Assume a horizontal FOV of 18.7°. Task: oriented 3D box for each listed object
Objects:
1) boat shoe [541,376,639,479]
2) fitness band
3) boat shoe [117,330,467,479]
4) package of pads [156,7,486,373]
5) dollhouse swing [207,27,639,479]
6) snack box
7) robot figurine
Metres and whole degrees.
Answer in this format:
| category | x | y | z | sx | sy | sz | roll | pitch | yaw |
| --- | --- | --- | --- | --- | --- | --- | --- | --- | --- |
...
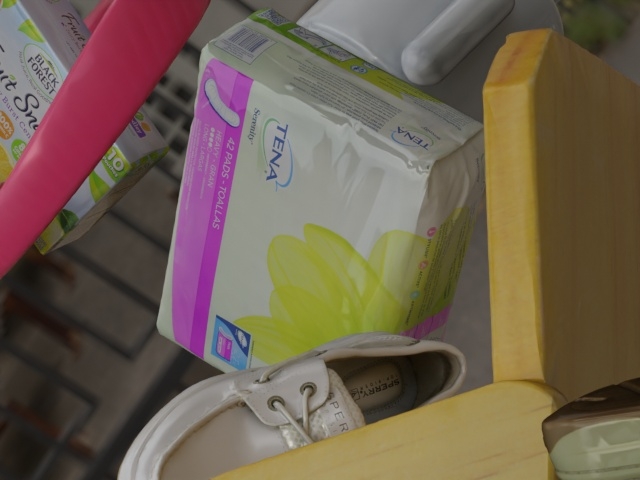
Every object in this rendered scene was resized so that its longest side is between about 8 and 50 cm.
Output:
| category | x | y | z | sx | sy | sz | roll | pitch | yaw |
| --- | --- | --- | --- | --- | --- | --- | --- | --- | --- |
| boat shoe | 0.225 | 0.091 | 0.768 | 0.285 | 0.089 | 0.104 | -9 | 5 | 40 |
| fitness band | -0.142 | -0.068 | 1.071 | 0.209 | 0.054 | 0.291 | -51 | 11 | -4 |
| boat shoe | -0.010 | 0.118 | 1.258 | 0.096 | 0.098 | 0.277 | -16 | 8 | 47 |
| package of pads | 0.000 | 0.000 | 1.505 | 0.101 | 0.229 | 0.296 | -33 | -36 | -45 |
| dollhouse swing | 0.066 | 0.084 | 1.149 | 0.315 | 0.305 | 0.347 | -20 | -13 | 21 |
| snack box | -0.157 | -0.077 | 1.071 | 0.100 | 0.141 | 0.037 | -40 | -8 | 40 |
| robot figurine | 0.084 | -0.167 | 1.795 | 0.353 | 0.200 | 0.300 | -46 | 3 | -15 |
